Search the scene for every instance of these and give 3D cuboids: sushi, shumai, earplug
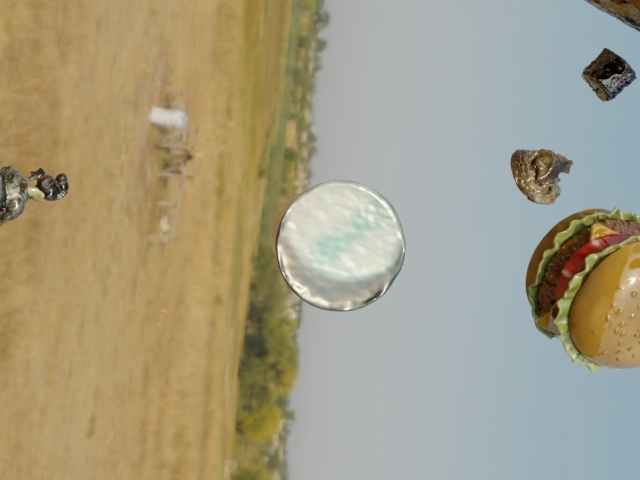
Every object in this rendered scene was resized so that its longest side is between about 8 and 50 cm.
[{"bbox_3d":[0.600,-0.338,1.937,0.084,0.098,0.094,-45,-161,7],"label":"sushi"},{"bbox_3d":[0.500,-0.160,2.153,0.123,0.139,0.105,-37,155,-46],"label":"shumai"},{"bbox_3d":[0.000,0.000,1.454,0.324,0.185,0.185,-164,-101,-79],"label":"earplug"}]

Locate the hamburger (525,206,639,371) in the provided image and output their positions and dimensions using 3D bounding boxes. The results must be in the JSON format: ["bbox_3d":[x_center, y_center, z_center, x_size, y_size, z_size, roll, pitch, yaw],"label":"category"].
[{"bbox_3d":[0.498,0.092,1.573,0.212,0.275,0.274,-130,-139,-56],"label":"hamburger"}]

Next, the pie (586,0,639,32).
[{"bbox_3d":[0.643,-0.429,1.770,0.085,0.308,0.308,-59,-174,8],"label":"pie"}]

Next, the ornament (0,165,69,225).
[{"bbox_3d":[-0.494,-0.076,1.461,0.153,0.196,0.166,126,-39,-62],"label":"ornament"}]
